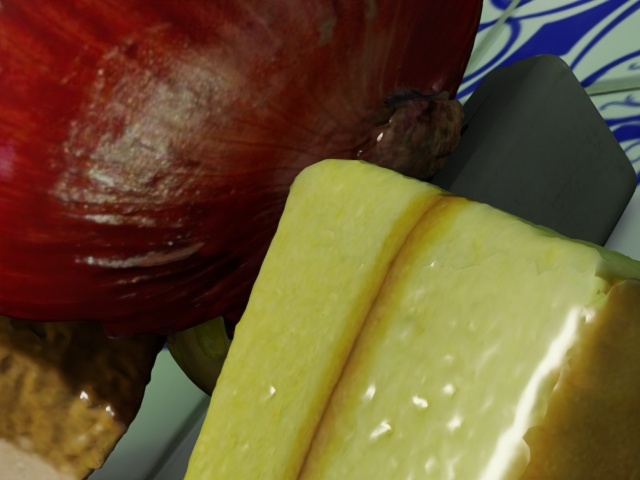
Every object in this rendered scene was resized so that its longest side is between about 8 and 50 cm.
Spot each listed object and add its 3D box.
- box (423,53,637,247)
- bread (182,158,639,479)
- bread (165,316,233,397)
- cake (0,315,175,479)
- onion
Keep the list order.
[{"bbox_3d":[0.076,0.016,0.990,0.055,0.103,0.243,-12,33,44],"label":"box"},{"bbox_3d":[0.060,0.173,0.799,0.233,0.245,0.361,24,91,59],"label":"bread"},{"bbox_3d":[0.000,0.000,1.112,0.213,0.104,0.213,-29,24,15],"label":"bread"},{"bbox_3d":[-0.218,0.099,1.052,0.293,0.196,0.198,-59,13,27],"label":"cake"},{"bbox_3d":[-0.076,-0.137,0.942,0.341,0.341,0.341,-26,26,14],"label":"onion"}]
